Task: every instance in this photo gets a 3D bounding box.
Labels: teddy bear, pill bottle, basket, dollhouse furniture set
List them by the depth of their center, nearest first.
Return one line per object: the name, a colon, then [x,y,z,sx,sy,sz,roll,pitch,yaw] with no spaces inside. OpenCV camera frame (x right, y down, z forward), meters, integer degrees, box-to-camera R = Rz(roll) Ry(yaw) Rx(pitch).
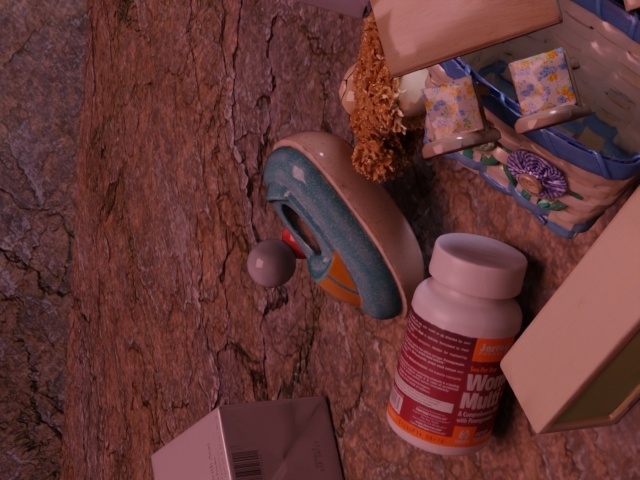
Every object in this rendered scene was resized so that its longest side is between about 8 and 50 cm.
dollhouse furniture set: [0.142,-0.187,0.773,0.242,0.161,0.212,-15,91,27]
basket: [0.222,-0.156,0.925,0.254,0.201,0.289,36,139,19]
teddy bear: [0.075,-0.181,1.175,0.338,0.113,0.245,-85,-6,-78]
pill bottle: [0.151,0.112,1.182,0.121,0.121,0.221,41,125,53]

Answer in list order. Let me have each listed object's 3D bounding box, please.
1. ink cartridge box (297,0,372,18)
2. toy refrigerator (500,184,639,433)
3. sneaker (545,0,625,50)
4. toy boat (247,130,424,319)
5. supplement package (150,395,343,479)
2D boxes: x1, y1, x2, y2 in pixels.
ink cartridge box: [-0.111,-0.381,1.127,0.151,0.270,0.395,-70,26,19]
toy refrigerator: [0.281,0.065,0.971,0.269,0.102,0.094,-61,40,40]
sneaker: [0.269,-0.208,1.048,0.071,0.066,0.188,57,145,18]
toy boat: [0.000,0.000,1.374,0.267,0.148,0.318,54,165,-6]
supplement package: [-0.114,0.359,1.599,0.293,0.175,0.177,-42,55,53]
